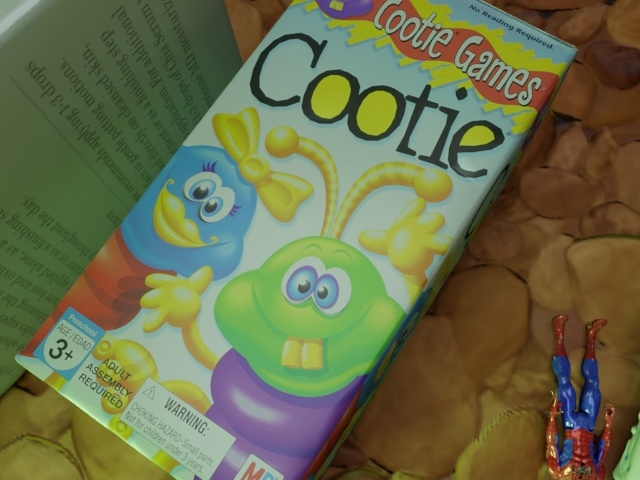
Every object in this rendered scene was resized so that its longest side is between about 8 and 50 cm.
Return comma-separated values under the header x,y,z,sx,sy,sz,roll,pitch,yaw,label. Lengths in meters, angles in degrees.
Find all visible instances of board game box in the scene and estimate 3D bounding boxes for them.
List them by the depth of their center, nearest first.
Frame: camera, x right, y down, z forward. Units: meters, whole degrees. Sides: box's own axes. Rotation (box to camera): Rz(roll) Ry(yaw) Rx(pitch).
x,y,z,sx,sy,sz,roll,pitch,yaw,label
0.000,0.000,0.388,0.142,0.144,0.275,31,77,12,board game box

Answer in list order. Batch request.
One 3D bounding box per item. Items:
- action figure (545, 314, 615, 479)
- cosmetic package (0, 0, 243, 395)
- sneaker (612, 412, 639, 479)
x,y,z,sx,sy,sz,roll,pitch,yaw,label
0.152,0.102,0.406,0.038,0.030,0.115,6,74,1,action figure
-0.251,0.000,0.362,0.161,0.230,0.453,39,77,15,cosmetic package
0.200,0.103,0.383,0.071,0.083,0.190,32,51,-19,sneaker
